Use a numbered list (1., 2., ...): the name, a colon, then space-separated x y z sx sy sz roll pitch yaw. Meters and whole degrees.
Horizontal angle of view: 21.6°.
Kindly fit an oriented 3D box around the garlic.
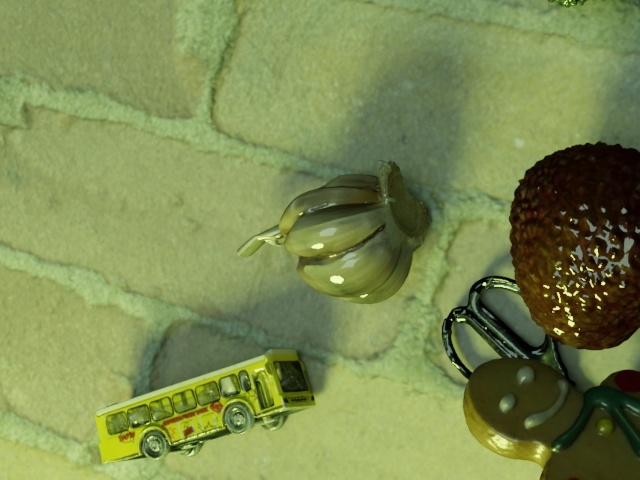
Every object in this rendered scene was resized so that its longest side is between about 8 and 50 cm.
1. garlic: 0.000 0.000 1.631 0.194 0.131 0.127 -5 59 23

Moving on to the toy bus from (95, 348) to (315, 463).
1. toy bus: -0.119 0.176 1.716 0.226 0.081 0.074 -20 77 26

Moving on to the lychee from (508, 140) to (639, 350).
1. lychee: 0.256 0.001 1.489 0.194 0.194 0.194 0 90 24

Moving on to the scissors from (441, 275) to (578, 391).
1. scissors: 0.238 0.158 1.583 0.300 0.022 0.109 45 109 17

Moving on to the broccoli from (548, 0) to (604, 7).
1. broccoli: 0.252 -0.330 1.495 0.198 0.176 0.226 8 84 7

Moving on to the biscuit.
1. biscuit: 0.265 0.184 1.479 0.301 0.197 0.049 25 131 19
